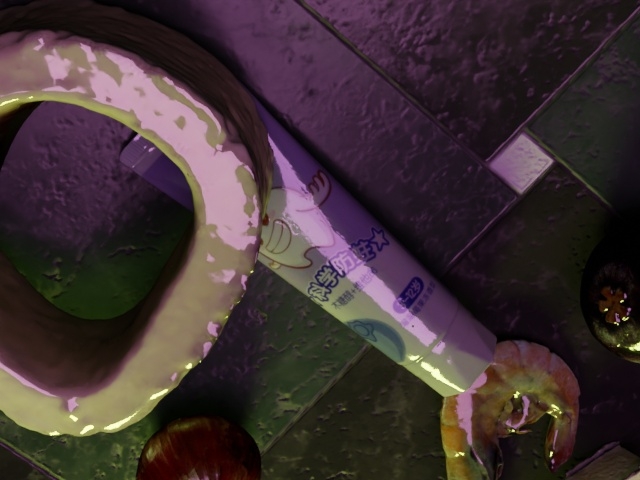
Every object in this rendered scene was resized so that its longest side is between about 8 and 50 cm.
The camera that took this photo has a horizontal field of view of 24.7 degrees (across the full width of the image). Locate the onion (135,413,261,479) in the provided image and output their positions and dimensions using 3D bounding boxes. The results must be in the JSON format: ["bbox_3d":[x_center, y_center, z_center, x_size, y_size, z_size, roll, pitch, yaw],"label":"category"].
[{"bbox_3d":[-0.109,0.211,1.354,0.117,0.118,0.118,18,115,-51],"label":"onion"}]

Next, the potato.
[{"bbox_3d":[0.274,0.261,1.433,0.122,0.061,0.086,-30,114,-12],"label":"potato"}]

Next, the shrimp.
[{"bbox_3d":[0.184,0.211,1.420,0.144,0.052,0.251,-5,116,-13],"label":"shrimp"}]

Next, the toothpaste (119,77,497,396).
[{"bbox_3d":[0.000,0.000,1.295,0.371,0.080,0.125,41,108,-13],"label":"toothpaste"}]

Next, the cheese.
[{"bbox_3d":[-0.201,-0.018,1.192,0.292,0.153,0.332,23,108,-6],"label":"cheese"}]

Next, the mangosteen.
[{"bbox_3d":[0.310,0.044,1.326,0.151,0.137,0.137,-6,120,-41],"label":"mangosteen"}]
